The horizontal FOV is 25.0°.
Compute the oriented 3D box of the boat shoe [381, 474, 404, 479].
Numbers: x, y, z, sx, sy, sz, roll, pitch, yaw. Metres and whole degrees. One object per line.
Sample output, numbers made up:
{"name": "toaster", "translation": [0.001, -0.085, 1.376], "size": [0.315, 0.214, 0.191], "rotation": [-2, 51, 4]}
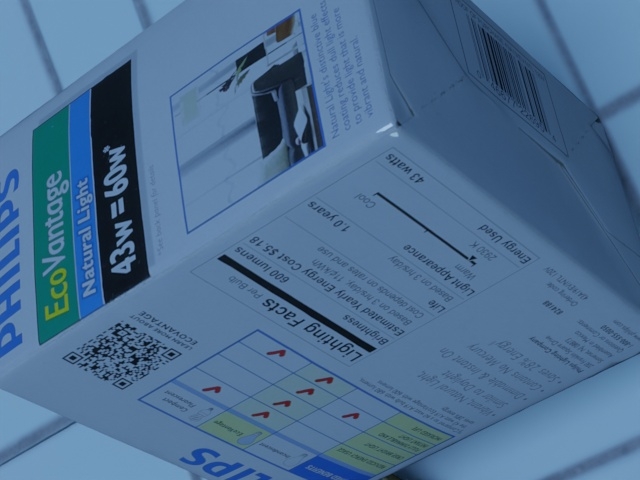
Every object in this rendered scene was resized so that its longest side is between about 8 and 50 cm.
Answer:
{"name": "boat shoe", "translation": [0.088, 0.235, 1.213], "size": [0.072, 0.068, 0.190], "rotation": [-42, 76, 9]}

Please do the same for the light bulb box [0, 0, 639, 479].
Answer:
{"name": "light bulb box", "translation": [0.000, 0.000, 1.077], "size": [0.361, 0.358, 0.225], "rotation": [-30, 48, 26]}
